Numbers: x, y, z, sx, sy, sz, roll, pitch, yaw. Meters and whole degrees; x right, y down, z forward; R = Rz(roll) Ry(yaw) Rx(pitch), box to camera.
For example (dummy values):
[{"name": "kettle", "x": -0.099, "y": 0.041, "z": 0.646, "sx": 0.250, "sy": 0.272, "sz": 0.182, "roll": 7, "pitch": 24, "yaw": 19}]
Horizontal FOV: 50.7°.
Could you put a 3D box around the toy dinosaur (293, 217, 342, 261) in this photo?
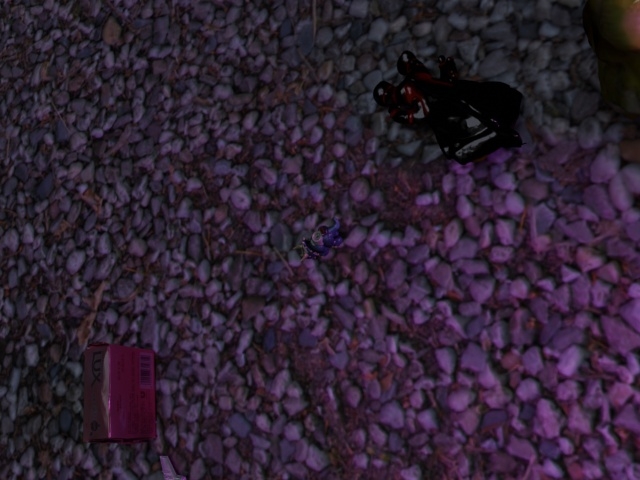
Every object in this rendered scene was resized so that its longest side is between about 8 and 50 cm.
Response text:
[{"name": "toy dinosaur", "x": 0.000, "y": 0.000, "z": 1.011, "sx": 0.083, "sy": 0.047, "sz": 0.031, "roll": -37, "pitch": 62, "yaw": 15}]

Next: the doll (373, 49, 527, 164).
[{"name": "doll", "x": 0.187, "y": -0.187, "z": 0.952, "sx": 0.248, "sy": 0.088, "sz": 0.127, "roll": 34, "pitch": 114, "yaw": 38}]

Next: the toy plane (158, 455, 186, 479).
[{"name": "toy plane", "x": -0.231, "y": 0.408, "z": 1.014, "sx": 0.171, "sy": 0.065, "sz": 0.162, "roll": -7, "pitch": 63, "yaw": 30}]

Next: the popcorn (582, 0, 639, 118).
[{"name": "popcorn", "x": 0.440, "y": -0.280, "z": 0.724, "sx": 0.312, "sy": 0.312, "sz": 0.313, "roll": -7, "pitch": 74, "yaw": 25}]

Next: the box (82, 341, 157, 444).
[{"name": "box", "x": -0.318, "y": 0.244, "z": 1.071, "sx": 0.059, "sy": 0.111, "sz": 0.156, "roll": -14, "pitch": 69, "yaw": 23}]
